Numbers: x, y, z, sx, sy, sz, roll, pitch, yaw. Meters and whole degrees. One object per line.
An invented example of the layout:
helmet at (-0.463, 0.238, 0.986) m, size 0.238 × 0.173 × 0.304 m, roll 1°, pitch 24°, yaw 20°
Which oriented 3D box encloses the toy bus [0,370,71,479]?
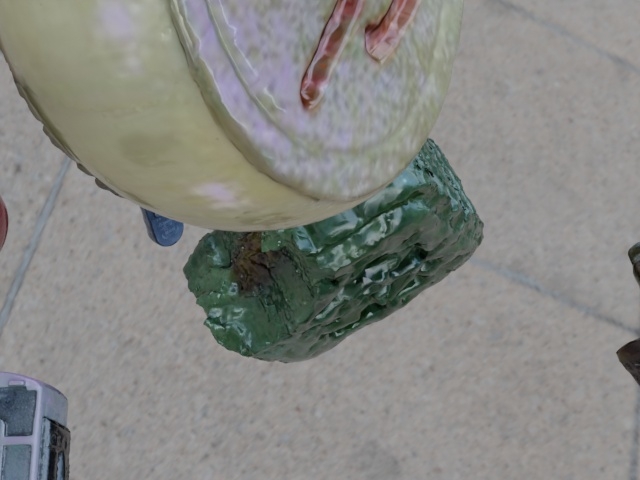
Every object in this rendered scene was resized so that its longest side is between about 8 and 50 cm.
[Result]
toy bus at (-0.135, 0.121, 0.529) m, size 0.052 × 0.037 × 0.131 m, roll -5°, pitch 69°, yaw 13°

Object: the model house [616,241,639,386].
model house at (0.420, 0.151, 0.957) m, size 0.317 × 0.297 × 0.283 m, roll 54°, pitch 21°, yaw -33°

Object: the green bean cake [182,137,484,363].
green bean cake at (0.000, 0.000, 1.332) m, size 0.169 × 0.307 × 0.300 m, roll 61°, pitch 13°, yaw 21°

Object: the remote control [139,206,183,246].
remote control at (-0.171, -0.061, 1.258) m, size 0.043 × 0.153 × 0.027 m, roll -27°, pitch 37°, yaw -24°

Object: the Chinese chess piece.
Chinese chess piece at (-0.036, -0.139, 0.589) m, size 0.270 × 0.112 × 0.270 m, roll 1°, pitch 89°, yaw -56°

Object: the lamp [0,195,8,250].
lamp at (-0.248, -0.017, 0.781) m, size 0.107 × 0.107 × 0.092 m, roll 20°, pitch 91°, yaw -15°
